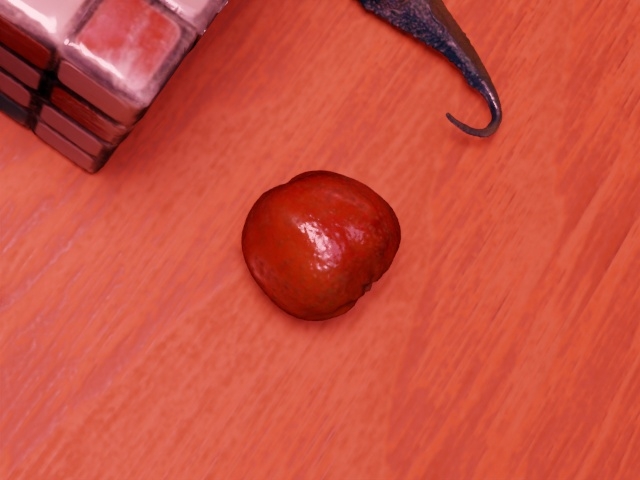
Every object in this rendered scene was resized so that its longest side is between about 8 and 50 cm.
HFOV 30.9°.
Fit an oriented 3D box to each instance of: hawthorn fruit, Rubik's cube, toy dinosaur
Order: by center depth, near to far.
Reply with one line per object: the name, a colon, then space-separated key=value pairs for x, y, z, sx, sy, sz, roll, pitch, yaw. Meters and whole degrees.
Rubik's cube: x=-0.180 y=-0.234 z=0.833 sx=0.253 sy=0.256 sz=0.259 roll=37 pitch=75 yaw=-11
hawthorn fruit: x=0.000 y=0.000 z=0.932 sx=0.128 sy=0.128 sz=0.128 roll=2 pitch=82 yaw=-16
toy dinosaur: x=0.056 y=-0.256 z=1.005 sx=0.363 sy=0.076 sz=0.147 roll=43 pitch=93 yaw=-5
